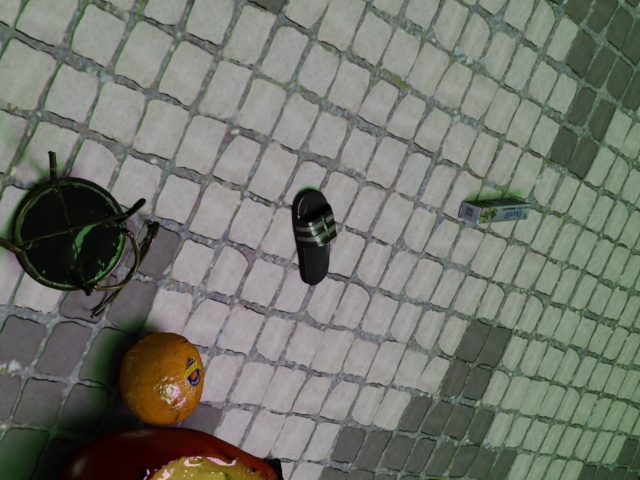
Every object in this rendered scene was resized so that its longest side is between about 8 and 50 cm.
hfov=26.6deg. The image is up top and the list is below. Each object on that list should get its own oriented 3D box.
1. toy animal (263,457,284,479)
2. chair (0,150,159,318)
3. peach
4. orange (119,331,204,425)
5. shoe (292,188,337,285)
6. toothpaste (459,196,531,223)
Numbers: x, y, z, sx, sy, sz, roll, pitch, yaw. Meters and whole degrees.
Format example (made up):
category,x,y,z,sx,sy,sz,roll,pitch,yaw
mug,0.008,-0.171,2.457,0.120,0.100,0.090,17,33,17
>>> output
category,x,y,z,sx,sy,sz,roll,pitch,yaw
toy animal,-0.106,0.495,2.222,0.272,0.197,0.160,-44,142,-28
chair,-0.310,-0.001,1.730,0.160,0.170,0.325,-61,-174,-8
peach,-0.243,0.372,1.967,0.361,0.201,0.258,-17,122,-38
orange,-0.232,0.201,1.948,0.135,0.117,0.136,-15,90,-72
shoe,0.000,0.000,2.145,0.071,0.049,0.179,-31,133,-35
toothpaste,0.320,-0.054,2.480,0.164,0.046,0.034,-5,112,-47
